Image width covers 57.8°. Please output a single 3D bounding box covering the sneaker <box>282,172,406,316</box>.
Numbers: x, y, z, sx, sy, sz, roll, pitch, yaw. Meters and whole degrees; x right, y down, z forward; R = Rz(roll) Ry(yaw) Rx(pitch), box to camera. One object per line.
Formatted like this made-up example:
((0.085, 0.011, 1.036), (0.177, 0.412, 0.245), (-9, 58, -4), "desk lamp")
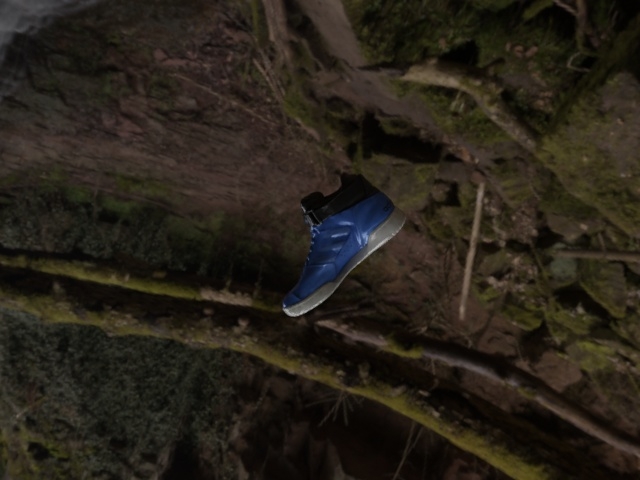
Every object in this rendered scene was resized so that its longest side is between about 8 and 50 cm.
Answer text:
((0.000, 0.000, 0.562), (0.084, 0.152, 0.058), (45, -166, -8), "sneaker")
